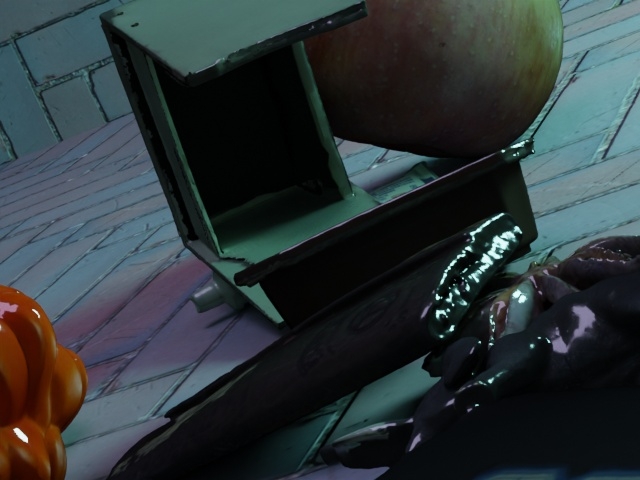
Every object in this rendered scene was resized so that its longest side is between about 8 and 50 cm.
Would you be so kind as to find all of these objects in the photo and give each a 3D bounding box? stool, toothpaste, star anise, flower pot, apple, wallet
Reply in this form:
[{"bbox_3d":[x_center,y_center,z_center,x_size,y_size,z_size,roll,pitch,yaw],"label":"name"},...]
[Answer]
[{"bbox_3d":[-0.048,-0.096,1.666,0.170,0.243,0.270,-25,25,-13],"label":"stool"},{"bbox_3d":[0.000,0.000,1.776,0.268,0.047,0.069,-27,11,-13],"label":"toothpaste"},{"bbox_3d":[0.155,0.043,1.252,0.195,0.065,0.182,-30,8,0],"label":"star anise"},{"bbox_3d":[0.062,0.012,1.471,0.251,0.084,0.179,-24,-1,-4],"label":"flower pot"},{"bbox_3d":[0.097,-0.206,1.902,0.306,0.235,0.306,10,2,0],"label":"apple"},{"bbox_3d":[-0.011,0.083,1.314,0.321,0.044,0.170,-30,9,35],"label":"wallet"}]

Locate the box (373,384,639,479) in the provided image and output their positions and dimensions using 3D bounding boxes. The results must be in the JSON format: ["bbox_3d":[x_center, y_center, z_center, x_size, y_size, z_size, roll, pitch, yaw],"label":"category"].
[{"bbox_3d":[0.113,0.155,0.785,0.350,0.091,0.359,-10,19,48],"label":"box"}]

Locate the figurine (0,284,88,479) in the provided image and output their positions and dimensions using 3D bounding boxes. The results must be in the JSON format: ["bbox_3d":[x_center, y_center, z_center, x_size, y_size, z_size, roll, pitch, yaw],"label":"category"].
[{"bbox_3d":[-0.329,0.143,1.482,0.306,0.241,0.412,-2,-7,-3],"label":"figurine"}]

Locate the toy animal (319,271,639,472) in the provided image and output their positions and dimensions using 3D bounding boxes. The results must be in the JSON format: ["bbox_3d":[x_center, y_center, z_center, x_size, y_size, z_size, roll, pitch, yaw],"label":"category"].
[{"bbox_3d":[0.109,0.096,1.076,0.270,0.082,0.137,-25,8,15],"label":"toy animal"}]
